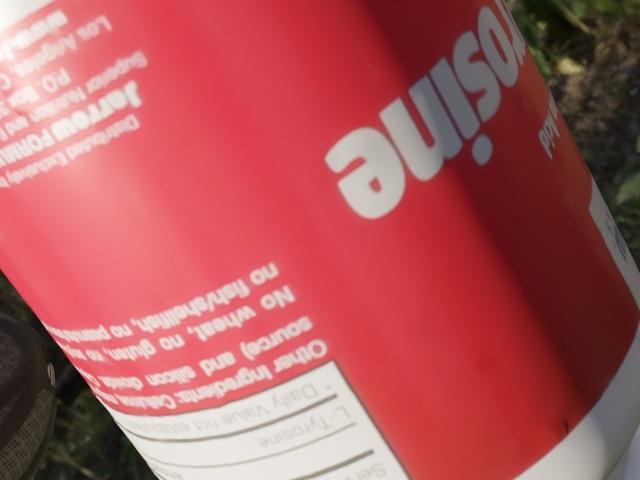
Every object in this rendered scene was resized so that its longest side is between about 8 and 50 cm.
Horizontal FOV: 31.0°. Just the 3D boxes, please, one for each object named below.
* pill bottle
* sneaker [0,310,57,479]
[{"bbox_3d":[0.000,0.000,0.494,0.229,0.408,0.229,-27,22,12],"label":"pill bottle"},{"bbox_3d":[-0.305,0.063,0.497,0.202,0.482,0.185,-47,57,27],"label":"sneaker"}]
